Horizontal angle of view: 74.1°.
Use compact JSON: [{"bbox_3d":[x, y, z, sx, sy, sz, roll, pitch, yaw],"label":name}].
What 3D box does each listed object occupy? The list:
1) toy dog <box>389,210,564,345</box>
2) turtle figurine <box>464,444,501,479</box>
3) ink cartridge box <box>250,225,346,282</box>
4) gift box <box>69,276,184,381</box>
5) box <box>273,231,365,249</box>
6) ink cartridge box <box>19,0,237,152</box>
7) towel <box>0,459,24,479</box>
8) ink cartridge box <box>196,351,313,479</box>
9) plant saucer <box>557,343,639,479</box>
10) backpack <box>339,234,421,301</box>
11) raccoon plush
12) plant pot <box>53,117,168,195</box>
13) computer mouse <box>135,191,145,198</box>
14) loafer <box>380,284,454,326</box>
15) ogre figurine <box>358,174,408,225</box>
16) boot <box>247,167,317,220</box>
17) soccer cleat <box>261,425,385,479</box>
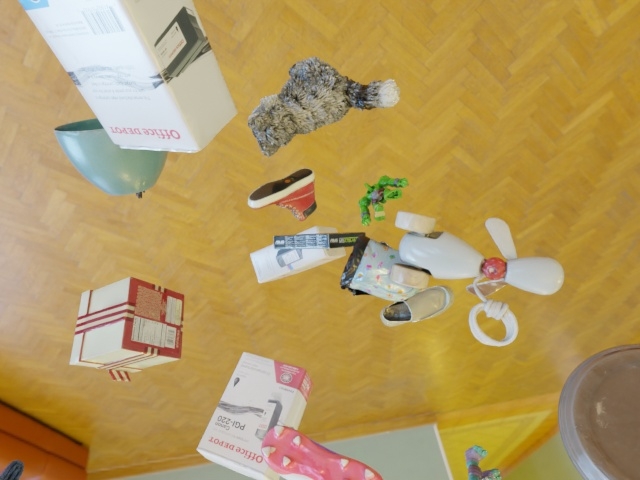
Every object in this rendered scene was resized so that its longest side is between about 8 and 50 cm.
[{"bbox_3d":[0.303,0.043,0.891,0.220,0.334,0.161,-61,162,16],"label":"toy dog"},{"bbox_3d":[0.370,0.602,0.965,0.118,0.234,0.175,-10,107,22],"label":"turtle figurine"},{"bbox_3d":[-0.085,0.055,1.673,0.306,0.131,0.226,-23,171,20],"label":"ink cartridge box"},{"bbox_3d":[-0.591,0.288,1.332,0.258,0.255,0.276,-18,146,23],"label":"gift box"},{"bbox_3d":[0.000,0.000,1.175,0.191,0.045,0.184,-1,179,38],"label":"box"},{"bbox_3d":[-0.385,-0.392,0.861,0.286,0.166,0.394,11,140,28],"label":"ink cartridge box"},{"bbox_3d":[-0.516,0.405,0.661,0.029,0.067,0.119,41,96,-16],"label":"towel"},{"bbox_3d":[-0.129,0.364,0.884,0.159,0.217,0.092,9,145,20],"label":"ink cartridge box"},{"bbox_3d":[0.515,0.283,0.640,0.278,0.277,0.041,-24,135,15],"label":"plant saucer"},{"bbox_3d":[0.152,0.078,1.019,0.182,0.151,0.115,22,171,9],"label":"backpack"},{"bbox_3d":[-0.024,-0.404,1.296,0.447,0.299,0.216,6,141,44],"label":"raccoon plush"},{"bbox_3d":[-0.561,-0.240,1.201,0.291,0.290,0.195,-7,114,-4],"label":"plant pot"},{"bbox_3d":[-0.653,-0.276,1.454,0.072,0.188,0.272,-16,165,-7],"label":"computer mouse"},{"bbox_3d":[0.325,0.231,1.446,0.269,0.101,0.092,-27,166,17],"label":"loafer"},{"bbox_3d":[0.198,-0.148,1.423,0.097,0.118,0.197,13,117,-28],"label":"ogre figurine"},{"bbox_3d":[-0.116,-0.114,1.394,0.244,0.088,0.176,-27,133,-26],"label":"boot"},{"bbox_3d":[0.017,0.368,0.649,0.248,0.083,0.095,21,149,23],"label":"soccer cleat"}]
